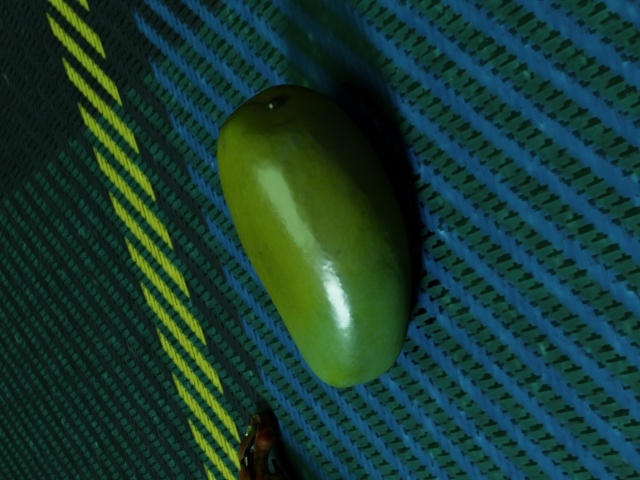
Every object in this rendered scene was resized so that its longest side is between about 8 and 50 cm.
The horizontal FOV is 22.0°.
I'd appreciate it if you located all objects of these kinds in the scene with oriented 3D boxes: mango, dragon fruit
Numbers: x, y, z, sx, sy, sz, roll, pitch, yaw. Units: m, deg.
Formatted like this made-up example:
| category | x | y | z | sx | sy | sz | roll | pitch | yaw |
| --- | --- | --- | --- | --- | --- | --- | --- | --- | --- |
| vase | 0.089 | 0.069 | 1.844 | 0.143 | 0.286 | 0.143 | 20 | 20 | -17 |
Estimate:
| category | x | y | z | sx | sy | sz | roll | pitch | yaw |
| --- | --- | --- | --- | --- | --- | --- | --- | --- | --- |
| mango | 0.000 | 0.000 | 1.008 | 0.130 | 0.092 | 0.194 | 20 | 128 | 56 |
| dragon fruit | -0.030 | 0.222 | 1.231 | 0.094 | 0.094 | 0.190 | 110 | 157 | -50 |
